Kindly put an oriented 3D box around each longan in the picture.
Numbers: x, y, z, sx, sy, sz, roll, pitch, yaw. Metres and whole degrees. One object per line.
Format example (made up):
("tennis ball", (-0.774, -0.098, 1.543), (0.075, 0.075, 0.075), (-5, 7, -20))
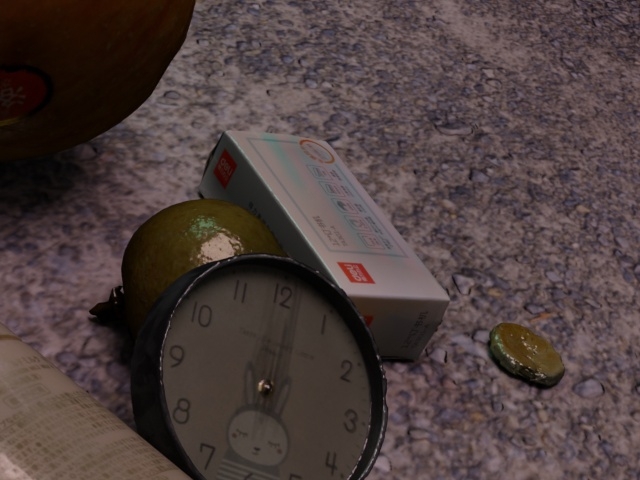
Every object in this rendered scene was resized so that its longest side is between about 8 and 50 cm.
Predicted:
("longan", (-0.108, 0.043, 1.371), (0.155, 0.176, 0.145), (-66, 137, -80))

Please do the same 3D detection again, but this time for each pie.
("pie", (0.204, 0.113, 1.632), (0.084, 0.020, 0.084), (22, 30, -13))

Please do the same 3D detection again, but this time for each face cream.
("face cream", (-0.200, 0.152, 1.147), (0.348, 0.081, 0.173), (36, 26, 17))

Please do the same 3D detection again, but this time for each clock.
("clock", (-0.042, 0.113, 1.265), (0.215, 0.042, 0.215), (12, 68, -32))

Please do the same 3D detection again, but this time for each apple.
("apple", (-0.284, -0.269, 1.450), (0.333, 0.400, 0.400), (-20, 41, -6))

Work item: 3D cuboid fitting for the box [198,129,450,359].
("box", (0.000, 0.000, 1.581), (0.135, 0.079, 0.269), (4, 35, -38))
